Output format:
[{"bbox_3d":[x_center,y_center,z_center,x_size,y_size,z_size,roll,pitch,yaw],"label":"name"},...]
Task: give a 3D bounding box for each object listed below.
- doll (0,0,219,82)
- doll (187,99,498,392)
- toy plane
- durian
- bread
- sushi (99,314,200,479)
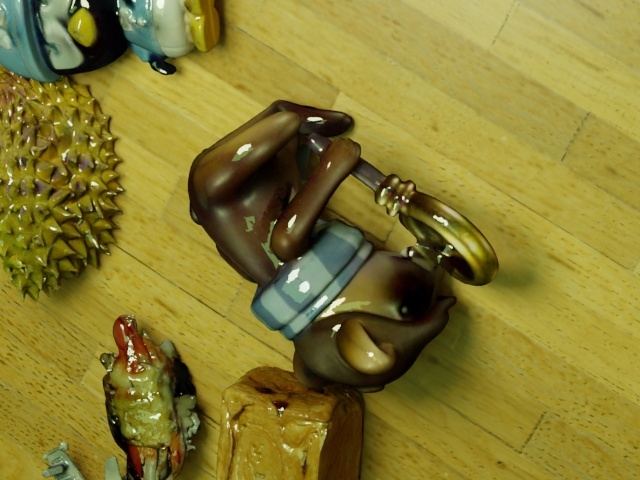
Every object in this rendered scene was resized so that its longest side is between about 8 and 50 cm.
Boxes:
[{"bbox_3d":[-0.270,-0.259,1.882,0.314,0.141,0.177,3,121,17],"label":"doll"},{"bbox_3d":[0.003,-0.003,1.822,0.340,0.209,0.318,53,148,5],"label":"doll"},{"bbox_3d":[-0.314,0.357,2.084,0.262,0.088,0.192,-32,91,26],"label":"toy plane"},{"bbox_3d":[-0.325,-0.059,1.953,0.154,0.186,0.260,-4,115,30],"label":"durian"},{"bbox_3d":[-0.035,0.234,1.911,0.149,0.143,0.158,3,101,22],"label":"bread"},{"bbox_3d":[-0.195,0.193,1.989,0.097,0.103,0.226,-4,104,36],"label":"sushi"}]
